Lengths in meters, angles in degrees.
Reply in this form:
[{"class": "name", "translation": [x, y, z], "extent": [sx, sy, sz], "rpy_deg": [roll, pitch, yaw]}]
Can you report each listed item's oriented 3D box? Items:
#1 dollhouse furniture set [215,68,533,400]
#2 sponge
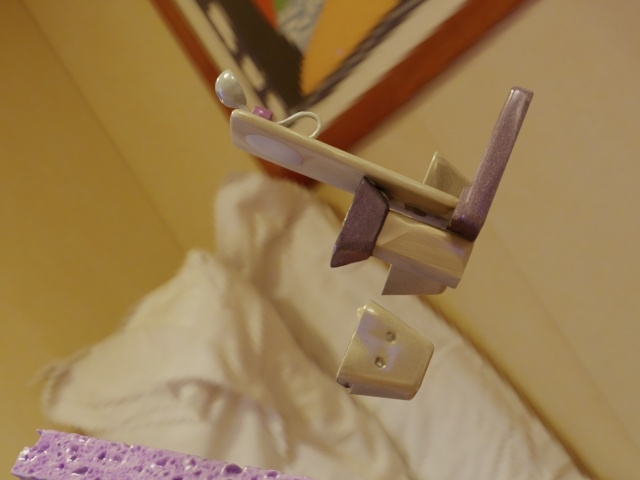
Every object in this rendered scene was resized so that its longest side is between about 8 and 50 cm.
[{"class": "dollhouse furniture set", "translation": [0.000, 0.000, 0.459], "extent": [0.114, 0.081, 0.091], "rpy_deg": [99, -167, -75]}, {"class": "sponge", "translation": [-0.045, 0.140, 0.738], "extent": [0.210, 0.117, 0.031], "rpy_deg": [1, 53, 48]}]
